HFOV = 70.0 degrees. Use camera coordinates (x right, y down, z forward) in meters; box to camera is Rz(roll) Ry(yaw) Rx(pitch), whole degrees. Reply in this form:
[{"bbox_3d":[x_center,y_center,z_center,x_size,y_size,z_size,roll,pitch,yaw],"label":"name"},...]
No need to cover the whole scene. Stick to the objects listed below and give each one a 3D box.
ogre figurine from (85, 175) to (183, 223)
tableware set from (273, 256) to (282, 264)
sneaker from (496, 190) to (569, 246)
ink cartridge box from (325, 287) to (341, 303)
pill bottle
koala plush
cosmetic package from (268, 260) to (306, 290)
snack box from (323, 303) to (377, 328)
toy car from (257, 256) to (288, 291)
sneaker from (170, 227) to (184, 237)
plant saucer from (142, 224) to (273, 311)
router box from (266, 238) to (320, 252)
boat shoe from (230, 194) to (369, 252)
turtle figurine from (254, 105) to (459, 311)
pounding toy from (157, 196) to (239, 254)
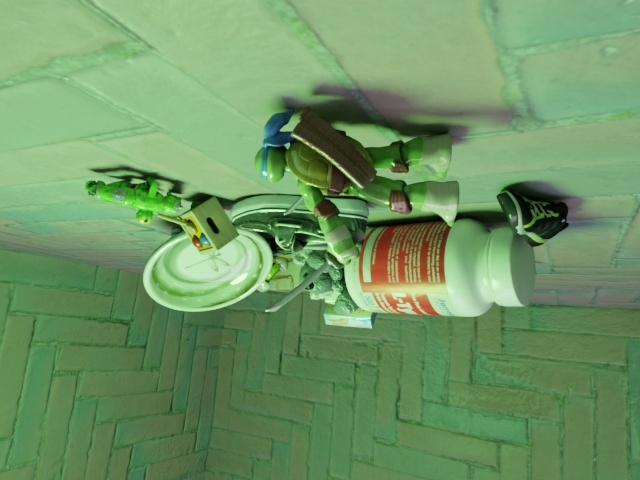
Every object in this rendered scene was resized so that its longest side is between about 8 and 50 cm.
[{"bbox_3d":[-0.381,-0.091,0.973,0.197,0.097,0.118,34,171,-38],"label":"ogre figurine"},{"bbox_3d":[-0.206,0.056,1.619,0.104,0.024,0.154,15,179,29],"label":"tableware set"},{"bbox_3d":[0.414,-0.056,0.874,0.097,0.084,0.234,-30,152,29],"label":"sneaker"},{"bbox_3d":[0.119,0.136,1.608,0.115,0.198,0.273,2,168,21],"label":"ink cartridge box"},{"bbox_3d":[0.279,0.066,1.102,0.407,0.229,0.229,-5,165,41],"label":"pill bottle"},{"bbox_3d":[0.025,0.096,1.308,0.221,0.196,0.203,-19,-165,45],"label":"koala plush"},{"bbox_3d":[-0.104,0.167,2.045,0.153,0.129,0.296,13,166,-30],"label":"cosmetic package"},{"bbox_3d":[0.152,0.217,1.841,0.187,0.060,0.322,1,-147,22],"label":"snack box"},{"bbox_3d":[-0.230,0.121,1.907,0.136,0.159,0.182,43,165,-3],"label":"toy car"},{"bbox_3d":[-0.441,0.043,1.526,0.071,0.083,0.191,-14,142,21],"label":"sneaker"},{"bbox_3d":[-0.356,0.070,1.456,0.400,0.100,0.400,-15,140,-13],"label":"plant saucer"},{"bbox_3d":[-0.098,0.027,1.540,0.133,0.046,0.179,13,168,-34],"label":"router box"},{"bbox_3d":[-0.059,-0.032,1.032,0.335,0.119,0.121,0,168,22],"label":"boat shoe"},{"bbox_3d":[0.049,-0.061,0.664,0.266,0.275,0.198,0,-157,5],"label":"turtle figurine"},{"bbox_3d":[-0.295,-0.038,1.100,0.100,0.141,0.130,-40,-164,-32],"label":"pounding toy"}]
